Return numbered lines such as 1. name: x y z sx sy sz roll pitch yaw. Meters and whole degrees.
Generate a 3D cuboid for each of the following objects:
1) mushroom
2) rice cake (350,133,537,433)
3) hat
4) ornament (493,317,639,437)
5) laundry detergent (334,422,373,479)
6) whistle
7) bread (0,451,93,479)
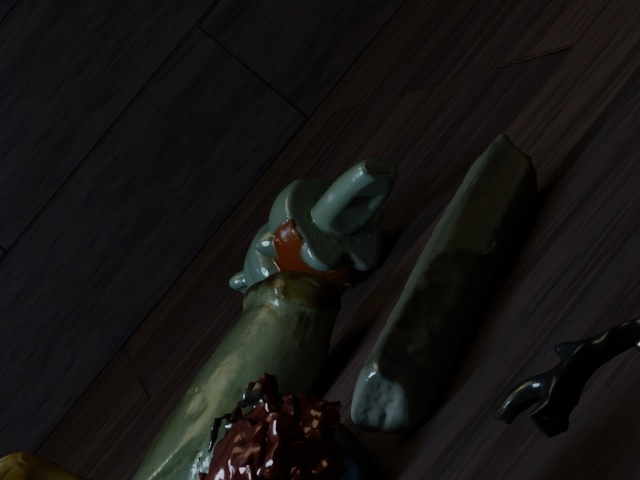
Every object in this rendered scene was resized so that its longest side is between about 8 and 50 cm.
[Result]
1. mushroom: -0.089 0.165 1.348 0.333 0.087 0.107 -56 5 -15
2. rice cake: 0.084 0.024 1.127 0.256 0.052 0.057 -58 -23 -45
3. hat: -0.032 0.203 0.757 0.237 0.107 0.286 151 134 -68
4. ornament: 0.159 0.010 0.698 0.236 0.080 0.202 -53 12 -15
5. laundry detergent: -0.018 0.148 1.109 0.096 0.061 0.206 -52 8 1
6. whistle: 0.001 -0.002 1.543 0.102 0.106 0.253 -34 -9 -38
7. bread: -0.280 0.336 1.392 0.195 0.149 0.344 -58 2 40
